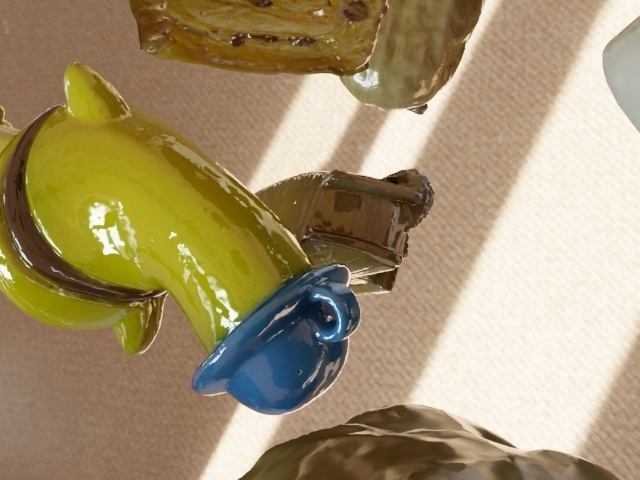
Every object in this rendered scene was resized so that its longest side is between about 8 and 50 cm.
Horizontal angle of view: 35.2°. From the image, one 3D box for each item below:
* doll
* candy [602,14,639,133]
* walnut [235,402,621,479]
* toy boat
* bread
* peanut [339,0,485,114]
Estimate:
[{"bbox_3d":[-0.120,-0.007,0.641,0.363,0.199,0.145,20,36,36],"label":"doll"},{"bbox_3d":[0.419,-0.223,0.890,0.208,0.358,0.145,-37,87,-17],"label":"candy"},{"bbox_3d":[0.057,0.202,0.390,0.277,0.253,0.281,10,112,37],"label":"walnut"},{"bbox_3d":[0.000,0.000,0.867,0.321,0.122,0.089,-15,59,67],"label":"toy boat"},{"bbox_3d":[-0.033,-0.182,0.561,0.149,0.158,0.143,7,76,-7],"label":"bread"},{"bbox_3d":[0.095,-0.272,0.973,0.143,0.159,0.291,11,110,0],"label":"peanut"}]
